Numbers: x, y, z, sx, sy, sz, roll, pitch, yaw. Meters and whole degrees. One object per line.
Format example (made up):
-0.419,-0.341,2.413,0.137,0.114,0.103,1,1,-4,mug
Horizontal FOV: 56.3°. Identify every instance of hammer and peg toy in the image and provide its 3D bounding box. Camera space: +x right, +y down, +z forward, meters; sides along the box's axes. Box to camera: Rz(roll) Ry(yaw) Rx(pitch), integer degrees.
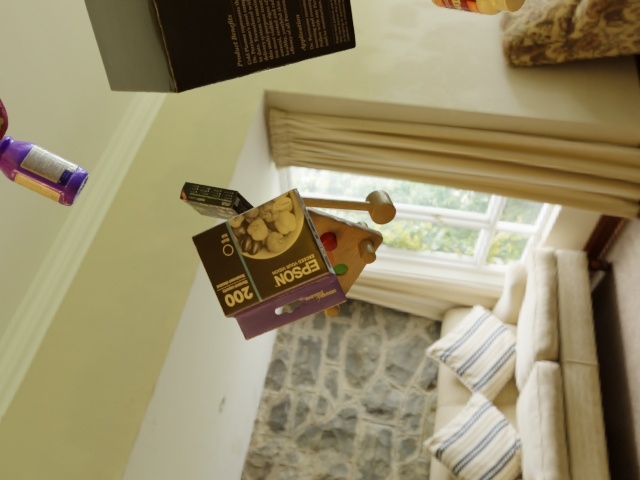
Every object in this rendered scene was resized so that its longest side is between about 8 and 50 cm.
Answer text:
0.000,0.000,1.379,0.361,0.265,0.127,-59,25,31,hammer and peg toy

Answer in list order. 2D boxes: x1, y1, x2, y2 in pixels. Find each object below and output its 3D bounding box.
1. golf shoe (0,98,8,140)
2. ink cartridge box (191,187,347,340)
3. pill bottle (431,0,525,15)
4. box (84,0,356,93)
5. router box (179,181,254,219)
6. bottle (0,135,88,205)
-0.462,-0.058,0.601,0.306,0.140,0.115,-53,-55,-38,golf shoe
-0.088,0.047,1.009,0.208,0.206,0.045,65,-164,-2,ink cartridge box
0.261,-0.421,0.990,0.086,0.152,0.086,-22,-54,-33,pill bottle
-0.253,-0.547,1.427,0.479,0.471,0.298,21,126,54,box
-0.201,-0.073,1.178,0.092,0.122,0.038,46,-122,-65,router box
-0.757,-0.196,1.553,0.092,0.282,0.118,-50,21,36,bottle
